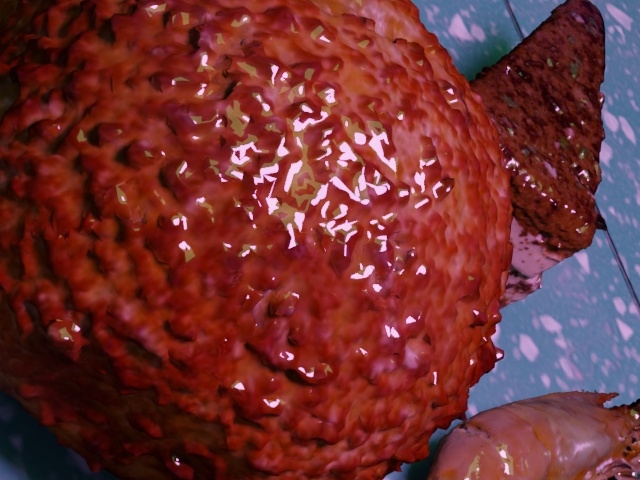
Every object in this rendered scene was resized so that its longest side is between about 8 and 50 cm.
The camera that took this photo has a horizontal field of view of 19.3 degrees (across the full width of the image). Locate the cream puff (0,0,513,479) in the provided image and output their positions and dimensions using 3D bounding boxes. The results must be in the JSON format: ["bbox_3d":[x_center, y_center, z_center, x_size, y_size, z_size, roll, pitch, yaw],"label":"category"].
[{"bbox_3d":[-0.039,-0.023,0.961,0.350,0.228,0.351,13,62,-25],"label":"cream puff"}]

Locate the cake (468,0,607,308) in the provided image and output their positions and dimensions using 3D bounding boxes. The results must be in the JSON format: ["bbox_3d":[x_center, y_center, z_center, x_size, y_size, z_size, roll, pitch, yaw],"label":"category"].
[{"bbox_3d":[0.115,-0.092,1.276,0.135,0.112,0.246,30,46,-24],"label":"cake"}]

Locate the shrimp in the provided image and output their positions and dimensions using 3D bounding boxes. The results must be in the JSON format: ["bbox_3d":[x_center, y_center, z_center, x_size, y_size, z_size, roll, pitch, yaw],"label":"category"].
[{"bbox_3d":[0.155,0.160,1.185,0.267,0.061,0.145,-21,89,-53],"label":"shrimp"}]
